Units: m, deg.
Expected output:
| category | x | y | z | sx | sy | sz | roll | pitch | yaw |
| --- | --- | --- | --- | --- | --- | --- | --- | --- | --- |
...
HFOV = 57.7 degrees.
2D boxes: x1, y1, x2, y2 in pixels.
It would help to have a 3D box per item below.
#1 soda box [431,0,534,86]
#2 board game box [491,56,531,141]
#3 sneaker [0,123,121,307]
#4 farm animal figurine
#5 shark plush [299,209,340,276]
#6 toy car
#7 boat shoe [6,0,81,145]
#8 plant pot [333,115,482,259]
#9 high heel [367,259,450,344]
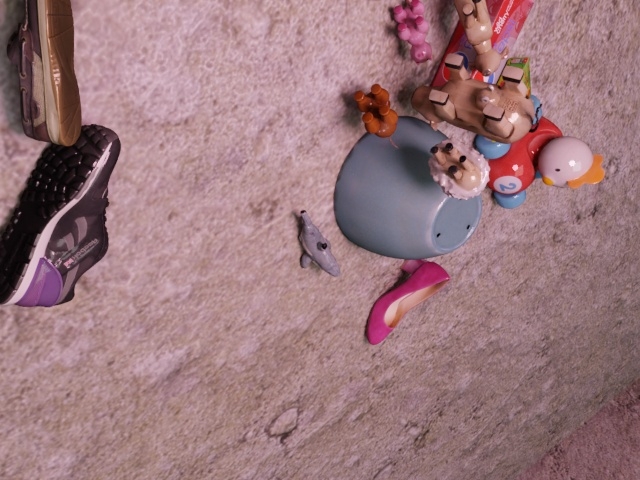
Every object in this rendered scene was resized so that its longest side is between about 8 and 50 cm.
| category | x | y | z | sx | sy | sz | roll | pitch | yaw |
| --- | --- | --- | --- | --- | --- | --- | --- | --- | --- |
| soda box | 0.305 | -0.363 | 1.135 | 0.092 | 0.083 | 0.263 | 11 | 107 | -43 |
| board game box | 0.399 | -0.297 | 1.222 | 0.181 | 0.043 | 0.092 | -58 | 142 | -35 |
| sneaker | -0.351 | -0.031 | 0.828 | 0.283 | 0.107 | 0.124 | -55 | 149 | 7 |
| farm animal figurine | 0.242 | -0.270 | 1.016 | 0.330 | 0.327 | 0.172 | -50 | 153 | 5 |
| shark plush | 0.000 | 0.000 | 1.121 | 0.073 | 0.067 | 0.161 | -27 | 129 | -23 |
| toy car | 0.505 | -0.169 | 1.297 | 0.210 | 0.238 | 0.219 | -44 | 133 | -8 |
| boat shoe | -0.347 | -0.228 | 0.714 | 0.073 | 0.080 | 0.224 | 2 | 111 | -1 |
| plant pot | 0.199 | -0.076 | 1.144 | 0.290 | 0.195 | 0.290 | -19 | 126 | -28 |
| high heel | 0.199 | 0.154 | 1.331 | 0.082 | 0.117 | 0.244 | 28 | 96 | -44 |
